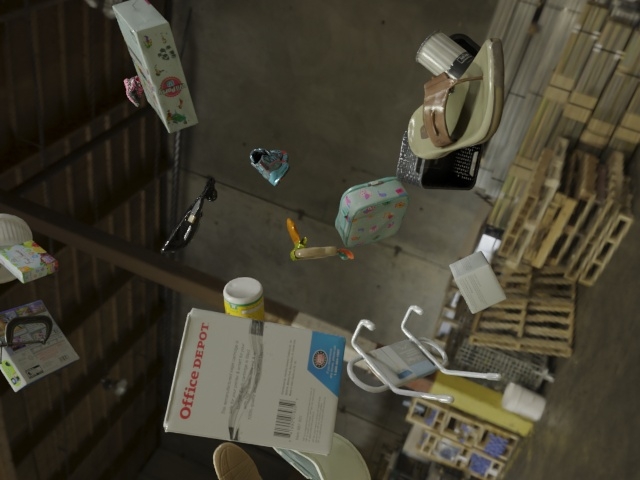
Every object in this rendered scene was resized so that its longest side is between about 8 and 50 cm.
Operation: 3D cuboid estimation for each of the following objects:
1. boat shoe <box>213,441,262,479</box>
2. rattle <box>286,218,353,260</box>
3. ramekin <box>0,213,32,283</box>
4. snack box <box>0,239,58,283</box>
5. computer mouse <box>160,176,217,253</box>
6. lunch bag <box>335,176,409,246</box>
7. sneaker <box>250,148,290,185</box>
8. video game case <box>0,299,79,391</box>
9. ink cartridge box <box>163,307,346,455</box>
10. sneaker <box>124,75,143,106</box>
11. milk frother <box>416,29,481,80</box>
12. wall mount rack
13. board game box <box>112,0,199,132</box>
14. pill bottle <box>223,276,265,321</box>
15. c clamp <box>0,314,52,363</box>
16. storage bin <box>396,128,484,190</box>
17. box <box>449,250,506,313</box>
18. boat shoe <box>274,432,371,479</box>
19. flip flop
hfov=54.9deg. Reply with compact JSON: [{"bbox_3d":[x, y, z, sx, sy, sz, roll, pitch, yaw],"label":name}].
[{"bbox_3d":[-0.200,0.656,1.648,0.103,0.285,0.092,-42,14,-25],"label":"boat shoe"},{"bbox_3d":[0.000,0.000,2.005,0.130,0.200,0.142,67,-164,-65],"label":"rattle"},{"bbox_3d":[-0.937,0.032,1.786,0.207,0.109,0.207,-25,-33,-18],"label":"ramekin"},{"bbox_3d":[-0.799,0.056,1.682,0.100,0.141,0.037,-27,-46,-43],"label":"snack box"},{"bbox_3d":[-0.352,-0.050,1.704,0.262,0.060,0.184,-55,16,4],"label":"computer mouse"},{"bbox_3d":[0.163,-0.093,2.038,0.279,0.224,0.107,100,153,-59],"label":"lunch bag"},{"bbox_3d":[-0.178,-0.279,2.098,0.104,0.125,0.262,-51,20,8],"label":"sneaker"},{"bbox_3d":[-0.943,0.333,1.992,0.061,0.244,0.269,-34,-2,14],"label":"video game case"},{"bbox_3d":[-0.126,0.273,1.185,0.129,0.308,0.223,137,144,-69],"label":"ink cartridge box"},{"bbox_3d":[-0.576,-0.472,1.928,0.047,0.057,0.119,57,-170,-61],"label":"sneaker"},{"bbox_3d":[0.283,-0.362,1.337,0.129,0.135,0.143,-30,-22,-40],"label":"milk frother"},{"bbox_3d":[0.250,0.299,1.516,0.350,0.304,0.130,-8,-49,-43],"label":"wall mount rack"},{"bbox_3d":[-0.454,-0.486,1.708,0.098,0.224,0.303,-24,-44,-16],"label":"board game box"},{"bbox_3d":[-0.227,0.226,1.859,0.117,0.118,0.208,-55,-29,-52],"label":"pill bottle"},{"bbox_3d":[-0.902,0.295,1.885,0.161,0.022,0.137,-6,-78,-43],"label":"c clamp"},{"bbox_3d":[0.271,-0.183,1.393,0.180,0.084,0.122,-2,-72,-36],"label":"storage bin"},{"bbox_3d":[0.367,0.096,1.444,0.087,0.102,0.101,-28,14,11],"label":"box"},{"bbox_3d":[-0.014,0.503,1.460,0.099,0.319,0.116,-31,21,55],"label":"boat shoe"},{"bbox_3d":[0.166,-0.178,0.829,0.277,0.080,0.112,158,113,-74],"label":"flip flop"}]
